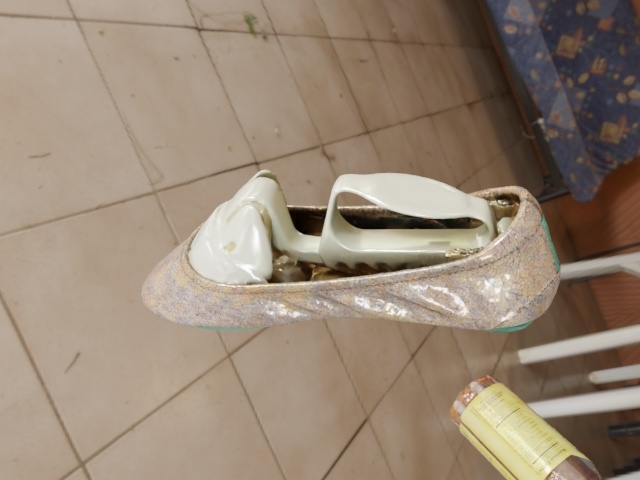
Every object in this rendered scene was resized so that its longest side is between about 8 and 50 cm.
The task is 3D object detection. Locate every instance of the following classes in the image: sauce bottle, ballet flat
[{"bbox_3d":[0.129,0.131,0.312,0.042,0.042,0.128,23,16,-48],"label":"sauce bottle"},{"bbox_3d":[0.000,0.000,0.397,0.108,0.315,0.106,-77,158,-45],"label":"ballet flat"}]
